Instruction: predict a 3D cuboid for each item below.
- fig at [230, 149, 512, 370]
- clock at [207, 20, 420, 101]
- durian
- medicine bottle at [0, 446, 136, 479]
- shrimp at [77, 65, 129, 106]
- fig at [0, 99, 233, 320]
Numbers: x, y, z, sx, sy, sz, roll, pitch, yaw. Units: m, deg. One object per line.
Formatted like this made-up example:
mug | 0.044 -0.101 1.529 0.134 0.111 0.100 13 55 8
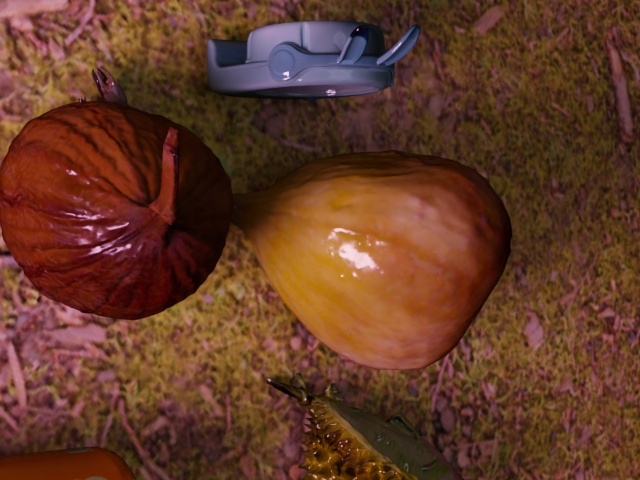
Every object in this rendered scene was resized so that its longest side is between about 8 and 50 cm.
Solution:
fig | 0.000 0.000 1.021 0.257 0.159 0.159 11 81 -16
clock | 0.001 -0.121 0.998 0.108 0.147 0.045 -3 91 -40
durian | 0.041 0.170 1.087 0.215 0.086 0.100 34 35 -37
medicine bottle | -0.203 0.174 0.858 0.192 0.096 0.096 0 89 -40
shrimp | -0.130 -0.068 0.970 0.038 0.029 0.092 -42 109 -23
fig | -0.102 -0.015 0.871 0.146 0.201 0.134 3 92 -30
